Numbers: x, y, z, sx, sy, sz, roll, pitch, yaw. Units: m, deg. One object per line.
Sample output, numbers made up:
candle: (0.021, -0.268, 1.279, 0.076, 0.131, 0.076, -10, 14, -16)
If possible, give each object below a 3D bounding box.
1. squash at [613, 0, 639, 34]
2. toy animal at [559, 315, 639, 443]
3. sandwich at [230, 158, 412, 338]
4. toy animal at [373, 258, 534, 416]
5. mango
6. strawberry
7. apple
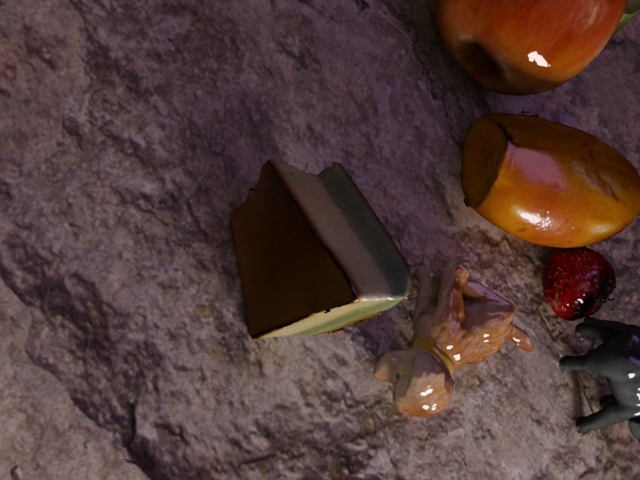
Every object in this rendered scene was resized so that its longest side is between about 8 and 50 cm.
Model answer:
squash: (0.375, -0.351, 1.761, 0.170, 0.123, 0.170, 12, 71, -37)
toy animal: (0.400, 0.217, 1.601, 0.082, 0.137, 0.270, -32, 100, -39)
sandwich: (0.000, 0.000, 1.343, 0.108, 0.220, 0.186, -2, 78, -33)
toy animal: (0.167, 0.147, 1.487, 0.184, 0.104, 0.185, 37, 56, -19)
mango: (0.313, -0.071, 1.611, 0.257, 0.138, 0.187, 17, 32, -18)
strawberry: (0.332, 0.052, 1.633, 0.106, 0.106, 0.106, 10, 72, -31)
apple: (0.261, -0.318, 1.597, 0.242, 0.242, 0.241, 32, 83, -23)
